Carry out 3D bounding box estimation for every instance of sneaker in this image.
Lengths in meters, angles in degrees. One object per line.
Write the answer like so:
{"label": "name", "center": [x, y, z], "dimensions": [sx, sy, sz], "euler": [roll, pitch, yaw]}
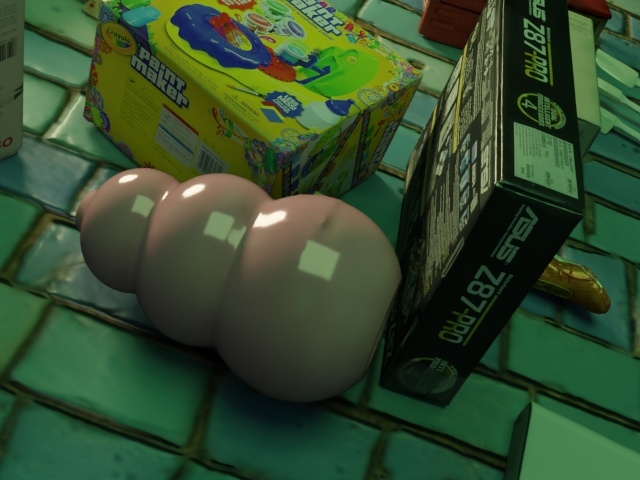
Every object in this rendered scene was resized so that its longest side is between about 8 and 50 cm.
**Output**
{"label": "sneaker", "center": [0.292, 0.046, 1.107], "dimensions": [0.175, 0.064, 0.067], "euler": [36, 65, 18]}

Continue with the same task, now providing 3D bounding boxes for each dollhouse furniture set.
{"label": "dollhouse furniture set", "center": [0.357, -0.427, 1.495], "dimensions": [0.373, 0.152, 0.201], "euler": [12, 46, -12]}

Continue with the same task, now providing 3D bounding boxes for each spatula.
{"label": "spatula", "center": [0.549, -0.213, 1.458], "dimensions": [0.242, 0.019, 0.168], "euler": [33, 55, 1]}

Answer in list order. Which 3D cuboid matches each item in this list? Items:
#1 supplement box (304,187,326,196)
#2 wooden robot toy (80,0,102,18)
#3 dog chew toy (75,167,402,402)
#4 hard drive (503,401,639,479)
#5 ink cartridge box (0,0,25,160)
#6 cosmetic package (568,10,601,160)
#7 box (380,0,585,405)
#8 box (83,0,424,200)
{"label": "supplement box", "center": [0.000, 0.000, 0.995], "dimensions": [0.083, 0.083, 0.056], "euler": [28, 45, 4]}
{"label": "wooden robot toy", "center": [-0.246, -0.337, 1.207], "dimensions": [0.173, 0.079, 0.076], "euler": [12, 46, -12]}
{"label": "dog chew toy", "center": [-0.091, 0.028, 0.861], "dimensions": [0.331, 0.207, 0.207], "euler": [21, 44, 8]}
{"label": "hard drive", "center": [0.348, 0.333, 0.861], "dimensions": [0.353, 0.047, 0.233], "euler": [25, 44, 1]}
{"label": "ink cartridge box", "center": [-0.399, -0.171, 0.890], "dimensions": [0.092, 0.219, 0.160], "euler": [37, 45, 17]}
{"label": "cosmetic package", "center": [0.329, -0.223, 1.298], "dimensions": [0.129, 0.153, 0.296], "euler": [18, 43, -4]}
{"label": "box", "center": [0.173, -0.065, 0.963], "dimensions": [0.097, 0.318, 0.395], "euler": [19, 43, -7]}
{"label": "box", "center": [-0.084, -0.180, 1.063], "dimensions": [0.290, 0.177, 0.279], "euler": [40, 45, 15]}
